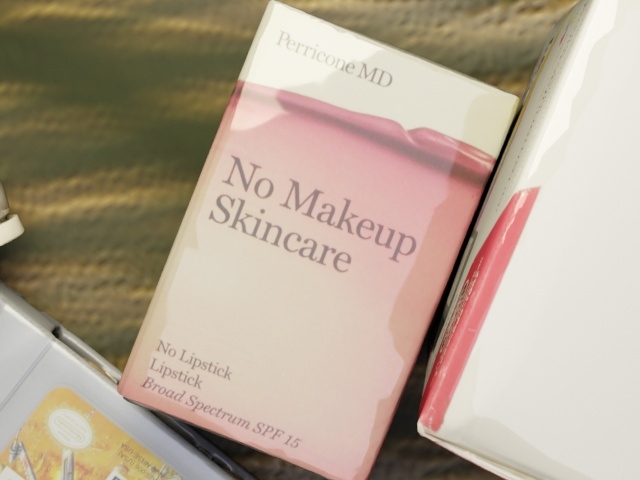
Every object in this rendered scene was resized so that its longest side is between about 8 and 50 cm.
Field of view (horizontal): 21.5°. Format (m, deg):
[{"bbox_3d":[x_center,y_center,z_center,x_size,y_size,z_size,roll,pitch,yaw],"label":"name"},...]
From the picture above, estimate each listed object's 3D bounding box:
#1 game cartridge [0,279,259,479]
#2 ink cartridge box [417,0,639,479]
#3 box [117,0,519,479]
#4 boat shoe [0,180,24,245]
[{"bbox_3d":[-0.144,0.184,1.007,0.297,0.062,0.198,38,90,-1],"label":"game cartridge"},{"bbox_3d":[0.146,-0.001,0.857,0.131,0.306,0.226,22,94,1],"label":"ink cartridge box"},{"bbox_3d":[0.000,0.000,0.952,0.149,0.127,0.232,21,94,1],"label":"box"},{"bbox_3d":[-0.335,-0.011,0.971,0.325,0.116,0.096,-9,96,8],"label":"boat shoe"}]
